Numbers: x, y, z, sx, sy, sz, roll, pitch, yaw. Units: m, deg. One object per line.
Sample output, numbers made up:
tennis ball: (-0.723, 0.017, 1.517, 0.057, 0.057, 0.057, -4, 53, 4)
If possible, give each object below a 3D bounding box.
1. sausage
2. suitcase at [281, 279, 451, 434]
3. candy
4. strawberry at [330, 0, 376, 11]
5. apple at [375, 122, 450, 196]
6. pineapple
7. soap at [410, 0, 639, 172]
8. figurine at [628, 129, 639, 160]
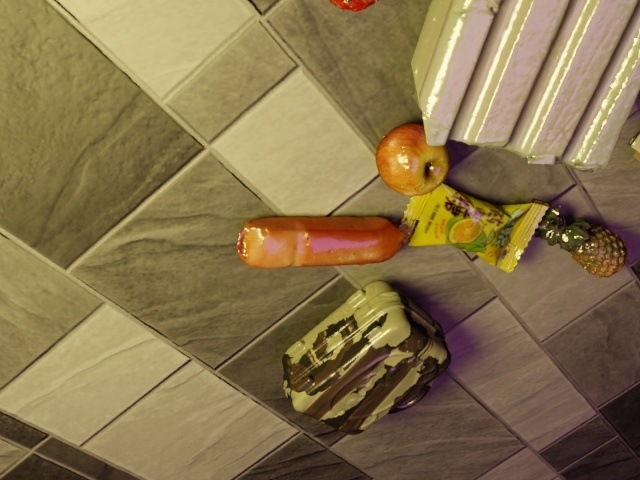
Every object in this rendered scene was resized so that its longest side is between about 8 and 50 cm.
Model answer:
sausage: (0.000, 0.001, 1.336, 0.348, 0.094, 0.097, -1, 111, -13)
suitcase: (0.117, 0.282, 1.503, 0.351, 0.194, 0.339, -41, 131, 15)
candy: (0.322, -0.038, 1.407, 0.297, 0.081, 0.187, 16, 119, -12)
strawberry: (0.072, -0.426, 1.043, 0.148, 0.131, 0.131, 8, 121, -21)
apple: (0.174, -0.157, 1.258, 0.146, 0.146, 0.147, -7, 125, -10)
pineapple: (0.578, -0.003, 1.486, 0.251, 0.125, 0.125, 25, 114, -23)
soap: (0.362, -0.367, 1.081, 0.349, 0.213, 0.436, 10, 122, -7)
figurine: (0.754, -0.156, 1.349, 0.141, 0.237, 0.163, 22, 113, -19)
